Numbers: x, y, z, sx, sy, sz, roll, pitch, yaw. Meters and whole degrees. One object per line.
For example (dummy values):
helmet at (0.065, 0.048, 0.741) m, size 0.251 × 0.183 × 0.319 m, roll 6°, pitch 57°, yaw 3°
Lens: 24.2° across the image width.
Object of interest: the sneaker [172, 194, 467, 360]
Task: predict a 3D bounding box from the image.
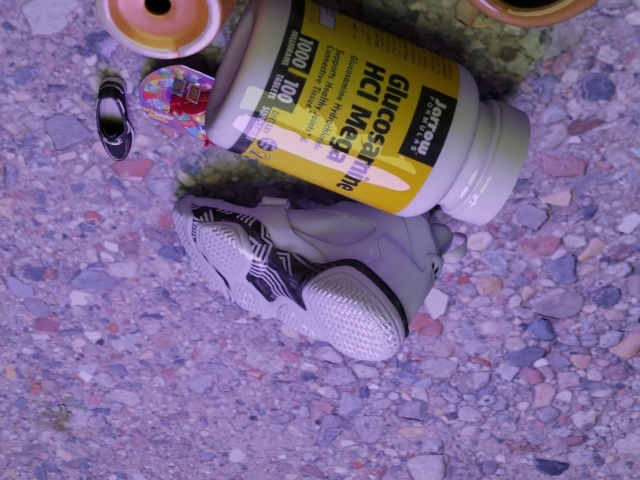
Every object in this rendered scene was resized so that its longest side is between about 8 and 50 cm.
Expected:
sneaker at (0.000, 0.000, 1.855) m, size 0.366 × 0.210 × 0.137 m, roll 26°, pitch 144°, yaw 32°

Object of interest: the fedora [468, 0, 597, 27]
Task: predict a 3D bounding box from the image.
fedora at (0.224, -0.316, 1.543) m, size 0.194 × 0.079 × 0.194 m, roll 2°, pitch 129°, yaw 2°

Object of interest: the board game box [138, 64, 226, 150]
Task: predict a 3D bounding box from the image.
board game box at (-0.138, -0.142, 1.769) m, size 0.169 × 0.033 × 0.133 m, roll 22°, pitch 149°, yaw -15°

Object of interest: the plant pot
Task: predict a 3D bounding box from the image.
plant pot at (-0.151, -0.294, 1.533) m, size 0.205 × 0.188 × 0.205 m, roll 3°, pitch 135°, yaw 3°

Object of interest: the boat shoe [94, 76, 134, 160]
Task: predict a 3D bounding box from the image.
boat shoe at (-0.250, -0.139, 1.806) m, size 0.046 × 0.038 × 0.125 m, roll 7°, pitch 135°, yaw 0°

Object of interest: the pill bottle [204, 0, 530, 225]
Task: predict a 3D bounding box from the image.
pill bottle at (0.055, -0.139, 1.664) m, size 0.334 × 0.188 × 0.188 m, roll 20°, pitch 134°, yaw -14°
